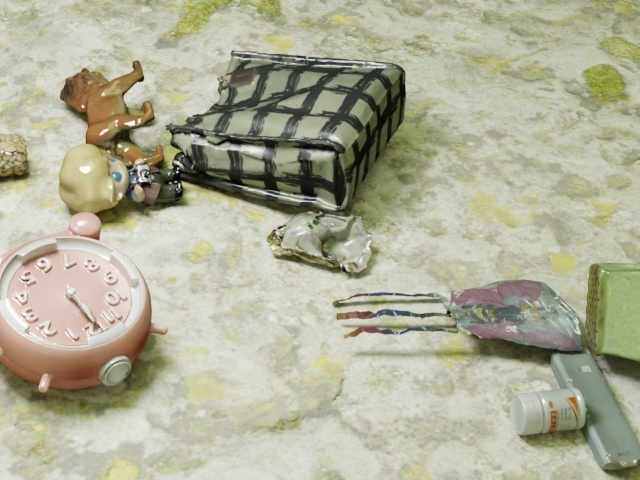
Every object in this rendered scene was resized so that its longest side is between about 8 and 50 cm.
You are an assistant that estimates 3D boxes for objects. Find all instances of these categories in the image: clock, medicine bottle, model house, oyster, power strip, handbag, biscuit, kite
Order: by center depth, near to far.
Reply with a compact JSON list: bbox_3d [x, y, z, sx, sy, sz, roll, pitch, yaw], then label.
[{"bbox_3d":[0.303,0.228,1.667,0.089,0.057,0.057,-4,38,-13],"label":"medicine bottle"},{"bbox_3d":[-0.341,0.108,1.701,0.227,0.142,0.241,-26,56,-34],"label":"clock"},{"bbox_3d":[0.372,0.221,1.708,0.060,0.027,0.253,-4,38,-10],"label":"power strip"},{"bbox_3d":[0.488,0.109,1.786,0.214,0.195,0.189,-8,12,-39],"label":"model house"},{"bbox_3d":[0.203,0.108,1.824,0.360,0.022,0.204,-2,28,-10],"label":"kite"},{"bbox_3d":[0.001,-0.003,1.942,0.165,0.053,0.108,17,64,3],"label":"oyster"},{"bbox_3d":[-0.559,-0.134,2.037,0.168,0.070,0.082,-7,42,-19],"label":"biscuit"},{"bbox_3d":[-0.052,-0.194,2.104,0.327,0.162,0.325,11,35,17],"label":"handbag"}]

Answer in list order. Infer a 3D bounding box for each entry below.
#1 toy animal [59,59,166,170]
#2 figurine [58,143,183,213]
[{"bbox_3d":[-0.362,-0.211,2.159,0.157,0.097,0.312,-15,42,-6],"label":"toy animal"},{"bbox_3d":[-0.316,-0.093,1.989,0.196,0.108,0.114,1,62,-16],"label":"figurine"}]
